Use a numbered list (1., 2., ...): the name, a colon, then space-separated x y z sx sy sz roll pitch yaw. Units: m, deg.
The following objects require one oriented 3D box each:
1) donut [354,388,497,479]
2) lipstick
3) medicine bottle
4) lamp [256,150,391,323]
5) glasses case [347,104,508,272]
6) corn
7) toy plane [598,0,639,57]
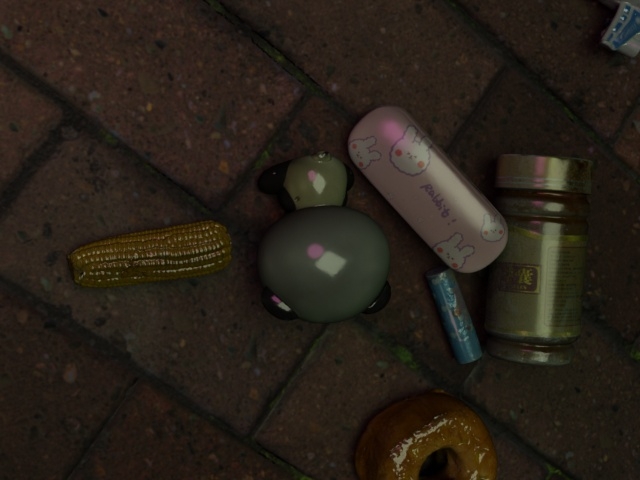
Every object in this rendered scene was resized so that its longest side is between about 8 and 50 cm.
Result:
1. donut: 0.171 0.351 1.362 0.226 0.114 0.227 -2 95 -21
2. lipstick: 0.216 0.119 1.394 0.048 0.048 0.158 -24 101 -16
3. medicine bottle: 0.346 0.029 1.378 0.151 0.151 0.323 3 93 -19
4. lamp: 0.000 0.000 1.254 0.197 0.198 0.244 -3 72 -19
5. glasses case: 0.164 -0.078 1.319 0.113 0.075 0.297 -43 93 15
6. corn: -0.237 0.023 1.216 0.231 0.080 0.080 -10 97 -19
7. toy plane: 0.513 -0.437 1.421 0.266 0.122 0.267 -2 96 -21
